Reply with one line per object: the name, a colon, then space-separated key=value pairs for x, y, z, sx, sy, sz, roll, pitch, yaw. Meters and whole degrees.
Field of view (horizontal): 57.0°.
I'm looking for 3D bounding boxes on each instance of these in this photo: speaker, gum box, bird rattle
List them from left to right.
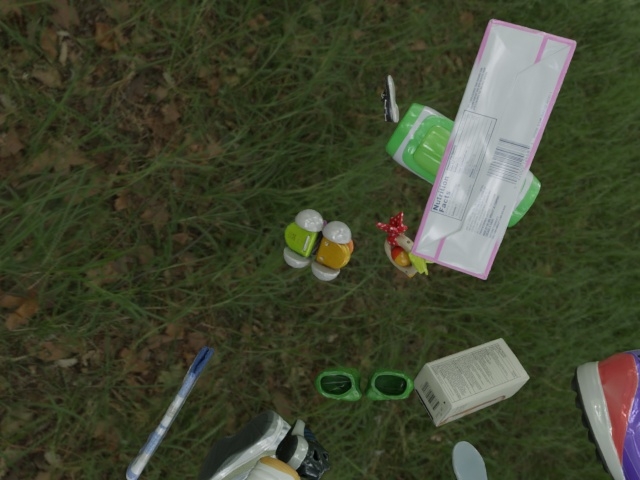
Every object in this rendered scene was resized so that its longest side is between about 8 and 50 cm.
bird rattle: x=0.289 y=0.034 z=2.098 sx=0.253 sy=0.207 sz=0.143 roll=36 pitch=58 yaw=14
speaker: x=0.280 y=-0.150 z=1.175 sx=0.296 sy=0.131 sz=0.131 roll=33 pitch=59 yaw=1
gum box: x=0.133 y=-0.066 z=0.473 sx=0.107 sy=0.062 sz=0.189 roll=-35 pitch=143 yaw=-71

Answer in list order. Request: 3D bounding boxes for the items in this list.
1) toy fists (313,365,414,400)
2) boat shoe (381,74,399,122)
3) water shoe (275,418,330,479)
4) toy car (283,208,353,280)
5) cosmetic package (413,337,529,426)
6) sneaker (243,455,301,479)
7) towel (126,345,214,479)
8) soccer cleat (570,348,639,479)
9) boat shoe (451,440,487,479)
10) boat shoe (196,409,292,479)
toy fists: x=0.121 y=0.401 z=1.646 sx=0.142 sy=0.278 sz=0.096 roll=31 pitch=57 yaw=-82
boat shoe: x=0.175 y=-0.363 z=1.520 sx=0.046 sy=0.038 sz=0.125 roll=-65 pitch=148 yaw=-46
water shoe: x=-0.028 y=0.366 z=1.005 sx=0.080 sy=0.203 sz=0.073 roll=36 pitch=85 yaw=1
toy car: x=0.000 y=0.000 z=1.525 sx=0.136 sy=0.181 sz=0.159 roll=-54 pitch=165 yaw=-61
cosmetic package: x=0.443 y=0.417 z=1.747 sx=0.296 sy=0.129 sz=0.153 roll=-11 pitch=52 yaw=-25
sneaker: x=-0.088 y=0.476 z=0.900 sx=0.131 sy=0.111 sz=0.297 roll=-40 pitch=128 yaw=-49
towel: x=-0.338 y=0.383 z=1.335 sx=0.034 sy=0.209 sz=0.285 roll=31 pitch=96 yaw=-3
soccer cleat: x=0.361 y=0.264 z=0.578 sx=0.108 sy=0.116 sz=0.319 roll=19 pitch=51 yaw=-52
boat shoe: x=0.312 y=0.512 z=1.214 sx=0.065 sy=0.083 sz=0.184 roll=-14 pitch=65 yaw=-14
boat shoe: x=-0.171 y=0.490 z=1.314 sx=0.103 sy=0.320 sz=0.118 roll=39 pitch=28 yaw=-16
